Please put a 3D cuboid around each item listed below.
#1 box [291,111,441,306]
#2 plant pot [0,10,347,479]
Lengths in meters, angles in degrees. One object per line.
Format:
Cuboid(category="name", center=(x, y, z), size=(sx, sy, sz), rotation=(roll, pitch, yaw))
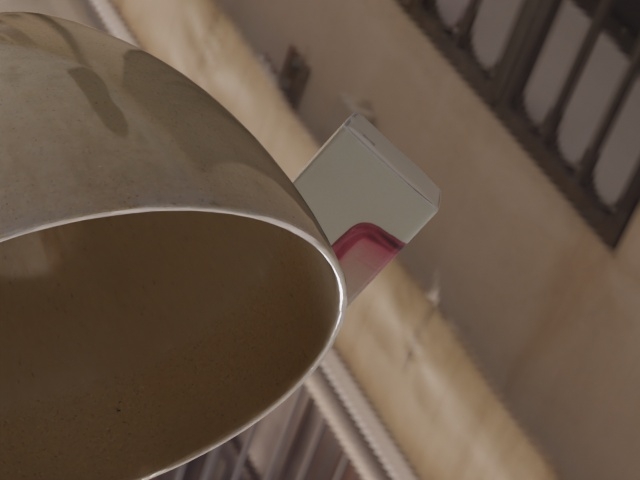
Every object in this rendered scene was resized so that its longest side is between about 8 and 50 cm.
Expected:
Cuboid(category="box", center=(0.000, 0.000, 1.530), size=(0.127, 0.232, 0.148), rotation=(43, -168, -2))
Cuboid(category="plant pot", center=(-0.151, -0.005, 0.782), size=(0.284, 0.284, 0.191), rotation=(-4, -125, -29))
